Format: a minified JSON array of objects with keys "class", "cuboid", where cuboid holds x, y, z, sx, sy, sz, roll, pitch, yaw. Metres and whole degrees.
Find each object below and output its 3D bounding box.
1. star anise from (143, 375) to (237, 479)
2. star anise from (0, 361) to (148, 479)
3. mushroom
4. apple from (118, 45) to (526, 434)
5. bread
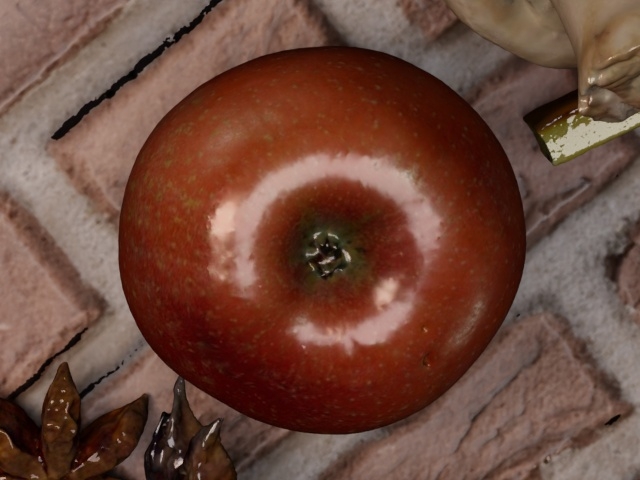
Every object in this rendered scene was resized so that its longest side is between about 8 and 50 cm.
[{"class":"star anise","cuboid":[-0.116,0.257,1.631,0.102,0.272,0.272,-18,102,-21]},{"class":"star anise","cuboid":[-0.243,0.209,1.694,0.212,0.111,0.196,32,90,-2]},{"class":"mushroom","cuboid":[0.236,-0.240,1.519,0.297,0.290,0.298,-2,137,-2]},{"class":"apple","cuboid":[0.000,0.000,1.575,0.348,0.277,0.349,-1,101,-4]},{"class":"bread","cuboid":[0.297,-0.136,1.663,0.226,0.088,0.049,-25,99,3]}]
